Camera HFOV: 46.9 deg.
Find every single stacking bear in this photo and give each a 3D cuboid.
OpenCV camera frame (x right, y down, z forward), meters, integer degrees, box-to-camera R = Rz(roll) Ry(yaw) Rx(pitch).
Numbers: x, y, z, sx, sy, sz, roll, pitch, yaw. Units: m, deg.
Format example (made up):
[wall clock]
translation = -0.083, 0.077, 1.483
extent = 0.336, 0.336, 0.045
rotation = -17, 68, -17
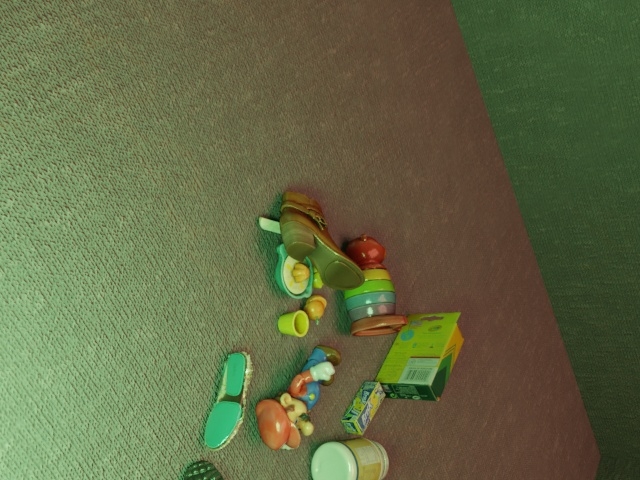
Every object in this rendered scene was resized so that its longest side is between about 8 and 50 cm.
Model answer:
[stacking bear]
translation = 0.147, 0.127, 2.186
extent = 0.175, 0.164, 0.289
rotation = 105, -22, -72

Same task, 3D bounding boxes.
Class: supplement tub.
[supplement tub]
translation = 0.085, 0.622, 2.039
extent = 0.200, 0.144, 0.144
rotation = 12, 76, -52

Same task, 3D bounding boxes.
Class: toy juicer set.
[toy juicer set]
translation = -0.047, 0.079, 1.985
extent = 0.209, 0.089, 0.329
rotation = -18, 99, -52

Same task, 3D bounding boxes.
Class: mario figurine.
[mario figurine]
translation = -0.033, 0.422, 1.893
extent = 0.320, 0.170, 0.198
rotation = -47, 124, -47

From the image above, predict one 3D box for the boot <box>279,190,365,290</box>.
[boot]
translation = 0.000, 0.000, 1.978
extent = 0.283, 0.109, 0.220
rotation = 28, 33, -29

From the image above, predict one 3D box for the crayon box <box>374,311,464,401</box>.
[crayon box]
translation = 0.326, 0.364, 2.348
extent = 0.318, 0.202, 0.081
rotation = -56, 128, -40

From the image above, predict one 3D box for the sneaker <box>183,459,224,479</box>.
[sneaker]
translation = -0.245, 0.640, 1.654
extent = 0.107, 0.124, 0.283
rotation = -15, 75, -19

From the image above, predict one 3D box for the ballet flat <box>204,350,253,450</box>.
[ballet flat]
translation = -0.206, 0.382, 1.742
extent = 0.077, 0.091, 0.241
rotation = 62, 40, -61

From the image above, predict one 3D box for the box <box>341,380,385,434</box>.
[box]
translation = 0.128, 0.495, 2.190
extent = 0.169, 0.054, 0.059
rotation = -50, 124, -43
